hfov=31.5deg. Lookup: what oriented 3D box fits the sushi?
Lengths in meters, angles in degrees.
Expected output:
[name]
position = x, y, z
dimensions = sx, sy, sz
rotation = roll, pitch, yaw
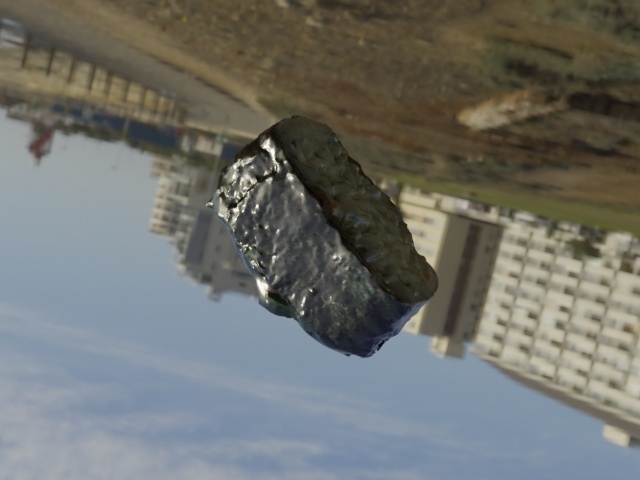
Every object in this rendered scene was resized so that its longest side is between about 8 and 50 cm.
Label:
[sushi]
position = 0.000, 0.000, 1.047
dimensions = 0.225, 0.127, 0.124
rotation = 52, -150, 10
